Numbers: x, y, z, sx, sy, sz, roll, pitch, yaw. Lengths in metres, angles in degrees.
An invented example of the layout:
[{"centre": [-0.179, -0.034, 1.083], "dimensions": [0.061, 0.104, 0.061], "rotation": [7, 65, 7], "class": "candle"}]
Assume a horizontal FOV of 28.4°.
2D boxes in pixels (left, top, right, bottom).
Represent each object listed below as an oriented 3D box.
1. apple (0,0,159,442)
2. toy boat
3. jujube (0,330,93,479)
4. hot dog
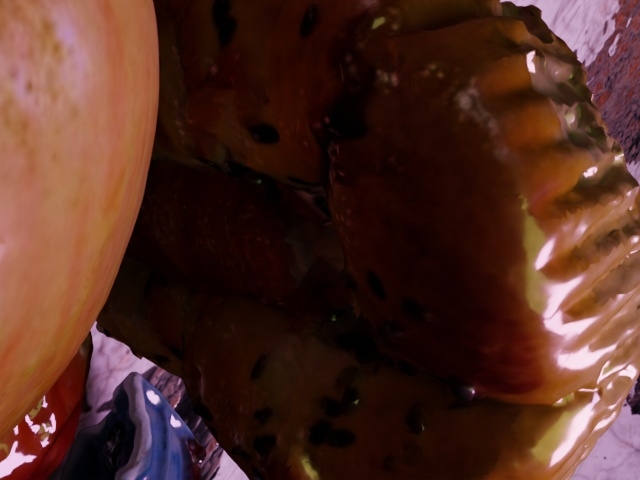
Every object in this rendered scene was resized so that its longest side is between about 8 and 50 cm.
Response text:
[{"centre": [-0.179, -0.060, 0.479], "dimensions": [0.252, 0.309, 0.314], "rotation": [-22, -170, 2], "class": "apple"}, {"centre": [-0.194, 0.236, 0.905], "dimensions": [0.142, 0.129, 0.309], "rotation": [28, 88, -27], "class": "toy boat"}, {"centre": [-0.230, 0.084, 0.654], "dimensions": [0.250, 0.174, 0.174], "rotation": [-14, 128, -57], "class": "jujube"}, {"centre": [0.000, 0.000, 0.695], "dimensions": [0.196, 0.365, 0.367], "rotation": [-34, 141, -35], "class": "hot dog"}]
